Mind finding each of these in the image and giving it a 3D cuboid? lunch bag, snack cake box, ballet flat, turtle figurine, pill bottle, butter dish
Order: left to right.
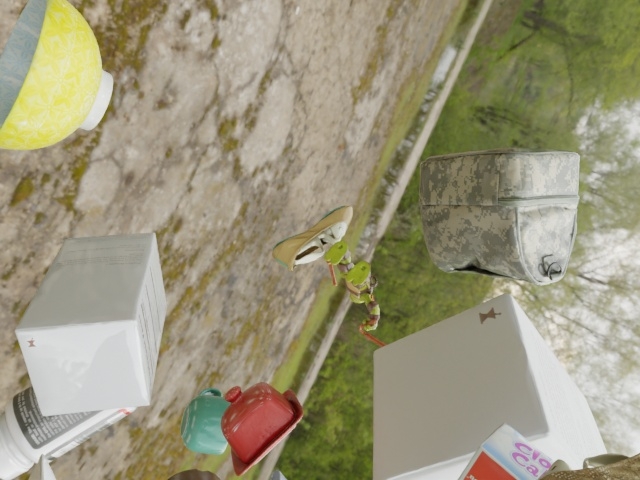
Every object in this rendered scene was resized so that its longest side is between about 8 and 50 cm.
[{"bbox_3d":[-0.555,0.365,1.205,0.283,0.161,0.161,-30,156,-14],"label":"pill bottle"},{"bbox_3d":[-0.127,0.316,1.036,0.160,0.118,0.160,-41,-169,-8],"label":"butter dish"},{"bbox_3d":[0.000,0.000,1.275,0.232,0.073,0.080,-32,148,-25],"label":"ballet flat"},{"bbox_3d":[0.086,0.101,1.262,0.087,0.269,0.217,-28,152,-4],"label":"turtle figurine"},{"bbox_3d":[0.349,-0.048,1.145,0.305,0.213,0.256,8,-81,60],"label":"lunch bag"},{"bbox_3d":[0.297,0.391,0.732,0.089,0.264,0.152,-11,131,-49],"label":"snack cake box"},{"bbox_3d":[0.293,0.271,0.619,0.067,0.206,0.073,-118,-152,-64],"label":"ballet flat"}]

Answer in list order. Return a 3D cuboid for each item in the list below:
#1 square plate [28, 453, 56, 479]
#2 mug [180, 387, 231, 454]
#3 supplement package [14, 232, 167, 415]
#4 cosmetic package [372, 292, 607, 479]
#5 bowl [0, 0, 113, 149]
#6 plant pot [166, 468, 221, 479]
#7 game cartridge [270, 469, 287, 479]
[{"bbox_3d":[-0.221,0.424,0.535,0.049,0.344,0.347,-22,-167,-21],"label":"square plate"},{"bbox_3d":[-0.272,0.424,1.326,0.158,0.097,0.129,-178,-78,-70],"label":"mug"},{"bbox_3d":[-0.228,0.079,0.597,0.179,0.105,0.105,-106,-165,-62],"label":"supplement package"},{"bbox_3d":[0.344,0.389,1.125,0.327,0.393,0.329,-29,-152,24],"label":"cosmetic package"},{"bbox_3d":[-0.470,-0.281,1.014,0.156,0.289,0.289,20,95,-40],"label":"bowl"},{"bbox_3d":[-0.212,0.489,0.953,0.165,0.167,0.167,-128,-123,-65],"label":"plant pot"},{"bbox_3d":[-0.042,0.313,0.647,0.083,0.017,0.056,-93,166,-51],"label":"game cartridge"}]
